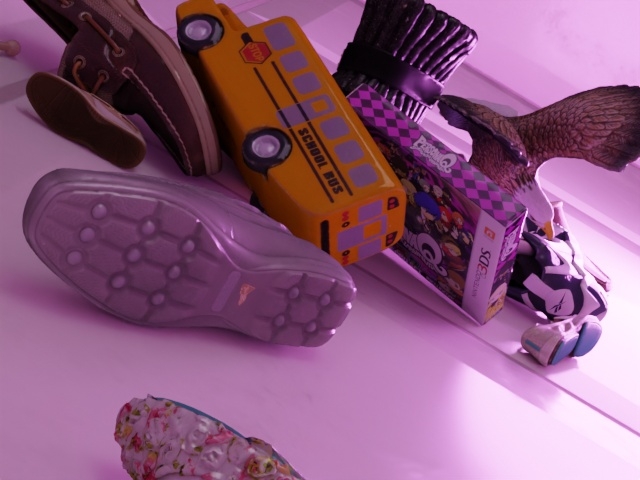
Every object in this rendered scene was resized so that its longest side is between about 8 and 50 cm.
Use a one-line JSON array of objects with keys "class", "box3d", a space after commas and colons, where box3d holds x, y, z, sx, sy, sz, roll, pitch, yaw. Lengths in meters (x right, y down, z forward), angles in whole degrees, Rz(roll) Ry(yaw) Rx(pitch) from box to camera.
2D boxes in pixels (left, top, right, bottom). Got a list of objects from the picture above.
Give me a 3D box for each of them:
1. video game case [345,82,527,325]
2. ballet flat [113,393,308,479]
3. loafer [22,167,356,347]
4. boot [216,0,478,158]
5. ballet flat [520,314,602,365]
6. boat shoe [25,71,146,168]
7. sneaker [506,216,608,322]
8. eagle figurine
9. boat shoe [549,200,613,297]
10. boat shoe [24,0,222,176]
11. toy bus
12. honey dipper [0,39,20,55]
[{"class": "video game case", "box3d": [0.115, -0.036, 1.330, 0.232, 0.042, 0.210, 41, -24, 22]}, {"class": "ballet flat", "box3d": [-0.029, 0.174, 0.695, 0.241, 0.091, 0.077, 30, 40, 9]}, {"class": "loafer", "box3d": [-0.107, 0.010, 0.975, 0.319, 0.112, 0.111, 24, 12, -44]}, {"class": "boot", "box3d": [0.034, -0.189, 1.468, 0.131, 0.260, 0.348, 39, 20, 25]}, {"class": "ballet flat", "box3d": [0.281, 0.108, 1.412, 0.052, 0.057, 0.168, 29, 15, 26]}, {"class": "boat shoe", "box3d": [-0.233, -0.121, 1.213, 0.135, 0.050, 0.045, 39, 13, -9]}, {"class": "sneaker", "box3d": [0.259, 0.016, 1.552, 0.153, 0.094, 0.235, 30, 26, -31]}, {"class": "eagle figurine", "box3d": [0.236, -0.108, 1.432, 0.225, 0.298, 0.226, 36, 62, 5]}, {"class": "boat shoe", "box3d": [0.316, -0.015, 1.727, 0.257, 0.095, 0.095, 36, 18, 16]}, {"class": "boat shoe", "box3d": [-0.229, -0.189, 1.318, 0.342, 0.123, 0.123, 55, -16, 17]}, {"class": "toy bus", "box3d": [-0.043, -0.126, 1.279, 0.130, 0.108, 0.333, -22, 58, -12]}, {"class": "honey dipper", "box3d": [-0.368, -0.210, 1.262, 0.030, 0.030, 0.160, 37, 16, 17]}]
